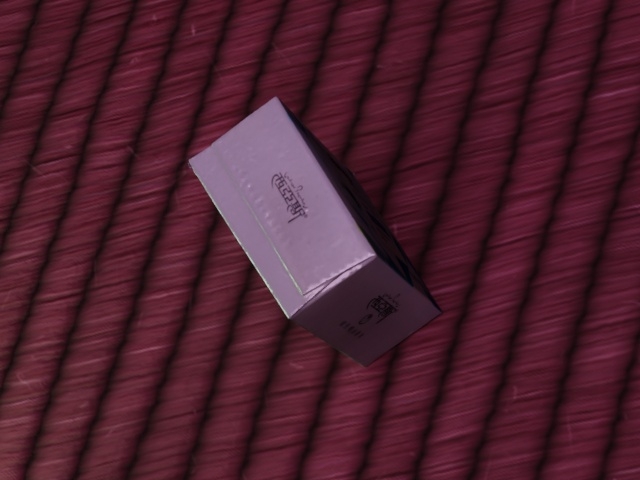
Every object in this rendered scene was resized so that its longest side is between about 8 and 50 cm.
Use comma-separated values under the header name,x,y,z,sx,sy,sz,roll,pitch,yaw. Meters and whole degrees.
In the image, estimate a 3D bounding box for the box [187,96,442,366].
name,x,y,z,sx,sy,sz,roll,pitch,yaw
box,0.002,-0.002,1.755,0.116,0.274,0.203,-36,68,6
